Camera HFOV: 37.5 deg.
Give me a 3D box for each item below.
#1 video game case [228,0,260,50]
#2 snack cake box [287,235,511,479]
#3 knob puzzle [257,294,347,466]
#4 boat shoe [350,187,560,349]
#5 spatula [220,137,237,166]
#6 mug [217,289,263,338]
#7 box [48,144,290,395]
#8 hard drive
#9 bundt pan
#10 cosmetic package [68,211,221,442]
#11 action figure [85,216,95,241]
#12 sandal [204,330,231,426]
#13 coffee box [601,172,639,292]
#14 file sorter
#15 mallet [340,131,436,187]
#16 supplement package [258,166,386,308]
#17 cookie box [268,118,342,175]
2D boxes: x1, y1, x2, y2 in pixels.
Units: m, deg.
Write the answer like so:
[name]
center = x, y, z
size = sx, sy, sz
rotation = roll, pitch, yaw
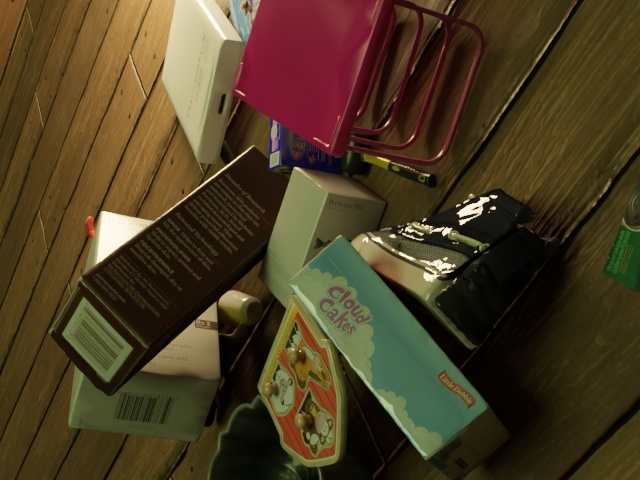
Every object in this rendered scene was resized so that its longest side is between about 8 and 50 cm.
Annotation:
[video game case]
center = -0.072, -0.443, 1.593
size = 0.244, 0.061, 0.269
rotation = -46, 47, 42
[snack cake box]
center = 0.088, 0.134, 1.065
size = 0.089, 0.152, 0.264
rotation = -41, 59, 1
[knob puzzle]
center = -0.024, 0.194, 1.161
size = 0.213, 0.030, 0.213
rotation = 6, 97, 58
[boat shoe]
center = 0.154, 0.013, 1.121
size = 0.158, 0.127, 0.340
rotation = -45, 20, -4
[spatula]
center = -0.144, -0.099, 1.656
size = 0.084, 0.030, 0.296
rotation = -61, 39, 33
[mug]
center = -0.128, 0.123, 1.565
size = 0.064, 0.062, 0.078
rotation = 2, 89, 49
[box]
center = -0.201, 0.037, 1.394
size = 0.143, 0.381, 0.191
rotation = 46, 139, 3
[hard drive]
center = -0.227, -0.326, 1.761
size = 0.353, 0.047, 0.233
rotation = -121, 41, -52
[bundt pan]
center = -0.034, 0.380, 1.300
size = 0.331, 0.124, 0.330
rotation = -16, 71, 54
[cosmetic package]
center = -0.291, 0.135, 1.579
size = 0.385, 0.217, 0.156
rotation = -103, 29, -49
[action figure]
center = -0.431, -0.009, 2.022
size = 0.280, 0.092, 0.139
rotation = 46, 130, 51
[sandal]
center = -0.175, 0.242, 1.607
size = 0.040, 0.067, 0.179
rotation = 17, 106, 16
[coffee box]
center = 0.351, 0.014, 0.859
size = 0.184, 0.040, 0.113
rotation = 37, 114, 54
[file sorter]
center = 0.046, -0.236, 1.254
size = 0.291, 0.182, 0.202
rotation = 38, 114, 52
[mallet]
center = 0.094, -0.113, 1.294
size = 0.190, 0.039, 0.062
rotation = 17, 102, 53
[supplement package]
center = 0.000, 0.000, 1.346
size = 0.105, 0.105, 0.179
rotation = 44, 120, 52
[cookie box]
center = -0.021, -0.142, 1.406
size = 0.040, 0.107, 0.091
rotation = -16, 70, 57
